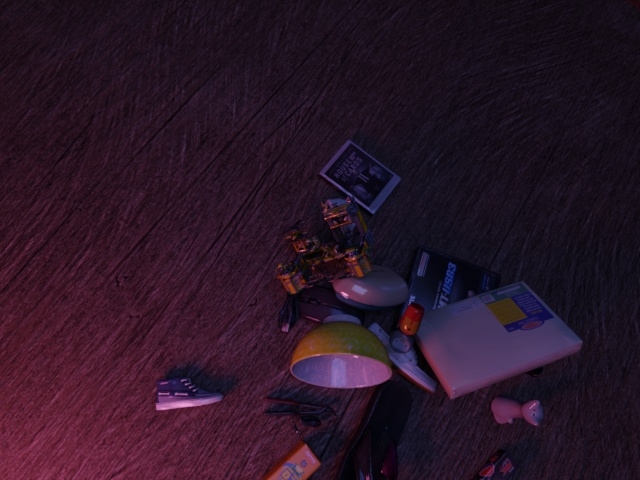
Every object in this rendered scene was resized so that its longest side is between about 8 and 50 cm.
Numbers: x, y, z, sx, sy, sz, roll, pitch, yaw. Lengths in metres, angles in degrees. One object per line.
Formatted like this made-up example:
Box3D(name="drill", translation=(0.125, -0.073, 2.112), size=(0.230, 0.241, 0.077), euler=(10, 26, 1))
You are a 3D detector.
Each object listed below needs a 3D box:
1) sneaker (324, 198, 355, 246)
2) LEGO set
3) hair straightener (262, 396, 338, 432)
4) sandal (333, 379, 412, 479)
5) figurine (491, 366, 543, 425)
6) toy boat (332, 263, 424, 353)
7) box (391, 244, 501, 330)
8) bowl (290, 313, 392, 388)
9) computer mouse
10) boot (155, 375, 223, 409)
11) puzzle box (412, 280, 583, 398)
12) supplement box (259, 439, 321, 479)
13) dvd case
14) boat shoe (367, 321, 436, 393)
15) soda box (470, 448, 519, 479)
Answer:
Box3D(name="sneaker", translation=(0.087, -0.045, 1.558), size=(0.094, 0.080, 0.213), euler=(-8, 74, -26))
Box3D(name="LEGO set", translation=(0.000, 0.000, 1.385), size=(0.192, 0.331, 0.255), euler=(63, 33, -22))
Box3D(name="hair straightener", translation=(-0.059, 0.520, 1.381), size=(0.230, 0.047, 0.089), euler=(10, 72, -9))
Box3D(name="sandal", translation=(0.155, 0.614, 1.319), size=(0.167, 0.107, 0.446), euler=(29, 70, -20))
Box3D(name="figurine", translation=(0.596, 0.442, 1.398), size=(0.092, 0.209, 0.215), euler=(8, 72, -5))
Box3D(name="toy boat", translation=(0.175, 0.188, 1.387), size=(0.267, 0.318, 0.148), euler=(5, 114, -36))
Box3D(name="box", translation=(0.412, 0.200, 1.524), size=(0.293, 0.073, 0.296), euler=(22, 71, -2))
Box3D(name="bowl", translation=(0.060, 0.307, 1.350), size=(0.289, 0.290, 0.156), euler=(6, 55, -6))
Box3D(name="computer mouse", translation=(0.013, 0.215, 1.464), size=(0.271, 0.072, 0.189), euler=(14, 71, -3))
Box3D(name="boot", translation=(-0.378, 0.431, 1.346), size=(0.189, 0.069, 0.086), euler=(-5, 77, -7))
Box3D(name="puzzle box", translation=(0.496, 0.276, 1.366), size=(0.408, 0.052, 0.272), euler=(-16, 38, -9))
Box3D(name="supplement box", translation=(-0.109, 0.670, 1.305), size=(0.233, 0.080, 0.078), euler=(-39, 83, -18))
Box3D(name="dvd case", translation=(0.139, -0.221, 1.638), size=(0.238, 0.029, 0.179), euler=(38, 72, 4))
Box3D(name="boat shoe", translation=(0.253, 0.356, 1.438), size=(0.277, 0.098, 0.096), euler=(38, 73, 6))
Box3D(name="soda box", translation=(0.506, 0.702, 1.389), size=(0.168, 0.053, 0.060), euler=(-38, 81, -17))
